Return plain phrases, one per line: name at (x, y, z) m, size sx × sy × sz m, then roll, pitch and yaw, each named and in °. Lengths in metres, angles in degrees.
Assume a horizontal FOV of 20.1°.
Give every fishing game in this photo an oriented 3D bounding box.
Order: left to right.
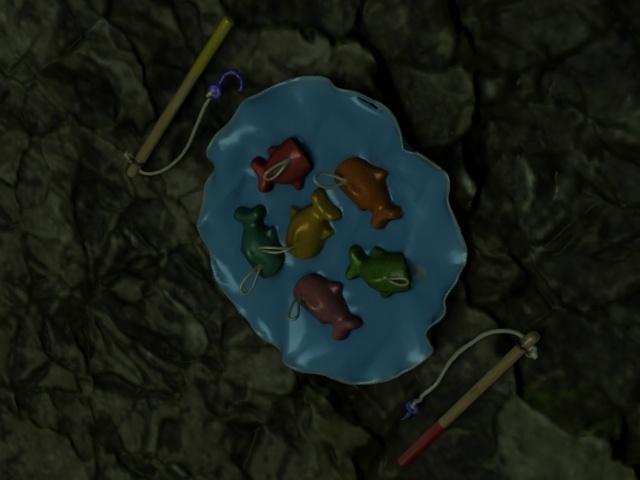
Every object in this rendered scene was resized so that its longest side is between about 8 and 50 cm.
fishing game at (0.000, 0.000, 1.037) m, size 0.264 × 0.041 × 0.189 m, roll 50°, pitch 129°, yaw 9°
